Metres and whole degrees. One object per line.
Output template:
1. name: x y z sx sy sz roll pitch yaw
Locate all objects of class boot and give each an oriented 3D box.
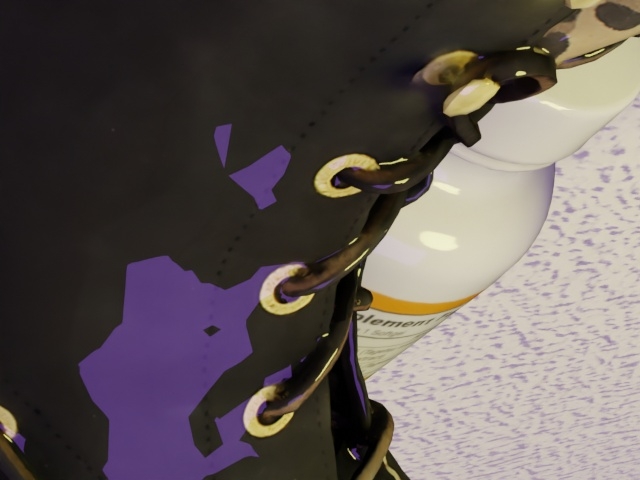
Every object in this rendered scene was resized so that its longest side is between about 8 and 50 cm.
1. boot: 0.000 0.000 0.495 0.284 0.377 0.138 -41 -171 31

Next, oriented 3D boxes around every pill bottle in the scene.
1. pill bottle: -0.007 -0.020 0.652 0.136 0.136 0.245 0 151 -41
